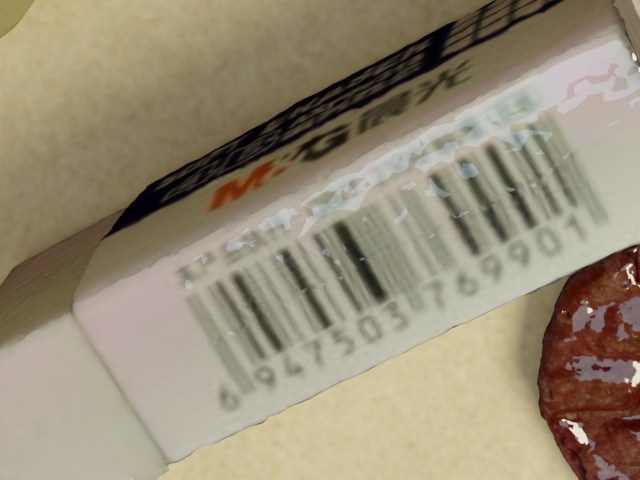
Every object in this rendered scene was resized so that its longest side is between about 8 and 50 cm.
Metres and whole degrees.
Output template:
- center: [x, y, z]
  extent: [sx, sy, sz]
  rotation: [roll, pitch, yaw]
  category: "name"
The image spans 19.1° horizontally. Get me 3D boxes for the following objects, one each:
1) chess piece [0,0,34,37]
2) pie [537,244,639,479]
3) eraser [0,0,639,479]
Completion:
- center: [-0.220, -0.187, 0.699]
  extent: [0.299, 0.167, 0.167]
  rotation: [37, 110, -8]
  category: "chess piece"
- center: [0.158, 0.057, 0.741]
  extent: [0.153, 0.038, 0.154]
  rotation: [4, 110, 11]
  category: "pie"
- center: [0.000, 0.000, 0.709]
  extent: [0.287, 0.130, 0.086]
  rotation: [-27, 103, 16]
  category: "eraser"
